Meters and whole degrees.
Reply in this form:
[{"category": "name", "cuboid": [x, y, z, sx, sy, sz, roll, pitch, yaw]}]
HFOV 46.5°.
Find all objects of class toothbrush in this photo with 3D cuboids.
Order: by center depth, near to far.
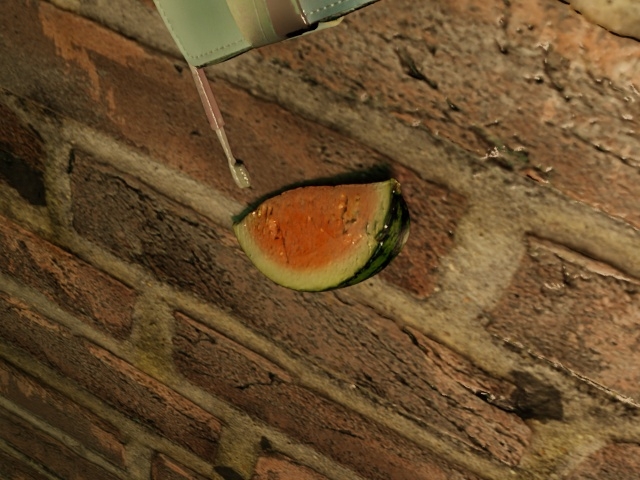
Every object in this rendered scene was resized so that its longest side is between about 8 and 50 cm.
[{"category": "toothbrush", "cuboid": [-0.114, -0.139, 0.791, 0.017, 0.014, 0.194, 0, 125, 33]}]

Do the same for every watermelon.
[{"category": "watermelon", "cuboid": [0.003, -0.003, 0.804, 0.245, 0.063, 0.119, -12, 100, 44]}]

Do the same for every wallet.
[{"category": "wallet", "cuboid": [-0.046, -0.251, 0.612, 0.250, 0.075, 0.176, -8, 117, 38]}]
